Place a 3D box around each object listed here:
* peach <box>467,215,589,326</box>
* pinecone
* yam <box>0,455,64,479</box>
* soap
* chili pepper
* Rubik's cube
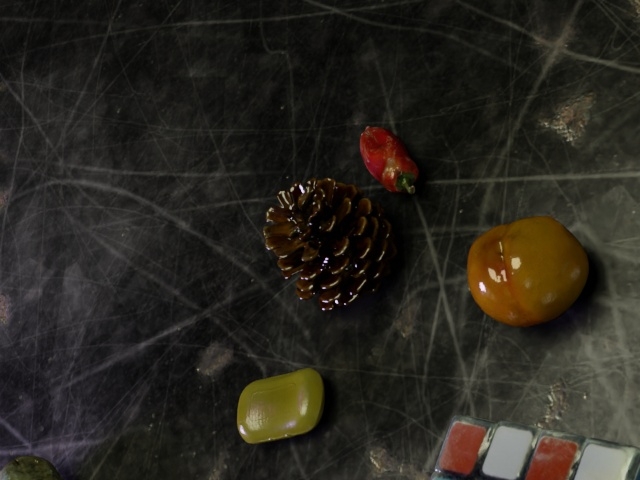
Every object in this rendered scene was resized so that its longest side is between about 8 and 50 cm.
[{"bbox_3d":[0.237,0.036,1.873,0.138,0.138,0.138,-20,56,33],"label":"peach"},{"bbox_3d":[0.002,-0.007,2.077,0.163,0.165,0.163,-24,45,27],"label":"pinecone"},{"bbox_3d":[-0.389,0.436,2.218,0.133,0.133,0.330,-38,45,21],"label":"yam"},{"bbox_3d":[-0.050,0.215,2.092,0.140,0.045,0.089,-16,61,34],"label":"soap"},{"bbox_3d":[0.091,-0.103,2.132,0.059,0.050,0.191,-50,33,14],"label":"chili pepper"},{"bbox_3d":[0.250,0.340,1.584,0.253,0.259,0.256,5,68,55],"label":"Rubik's cube"}]
